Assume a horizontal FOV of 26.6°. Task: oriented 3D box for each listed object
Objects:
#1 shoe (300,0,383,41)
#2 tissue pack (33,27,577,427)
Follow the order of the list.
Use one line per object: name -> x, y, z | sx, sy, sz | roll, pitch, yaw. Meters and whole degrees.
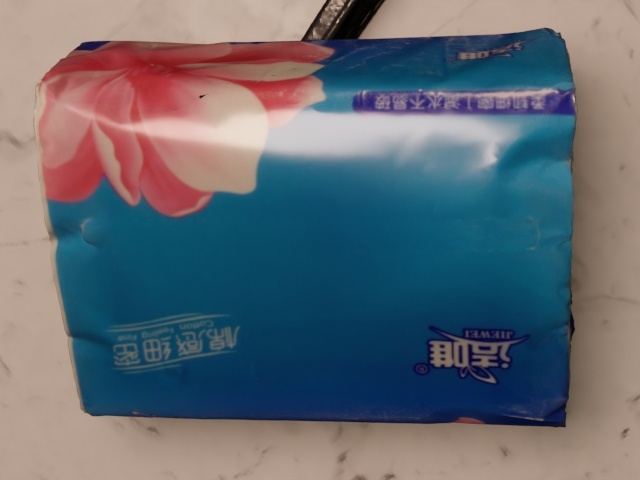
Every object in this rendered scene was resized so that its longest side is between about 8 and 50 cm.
shoe -> 0.013, -0.153, 0.767 | 0.049, 0.071, 0.179 | 36, 100, 7
tissue pack -> 0.000, 0.000, 0.717 | 0.269, 0.137, 0.209 | 0, 119, 5
